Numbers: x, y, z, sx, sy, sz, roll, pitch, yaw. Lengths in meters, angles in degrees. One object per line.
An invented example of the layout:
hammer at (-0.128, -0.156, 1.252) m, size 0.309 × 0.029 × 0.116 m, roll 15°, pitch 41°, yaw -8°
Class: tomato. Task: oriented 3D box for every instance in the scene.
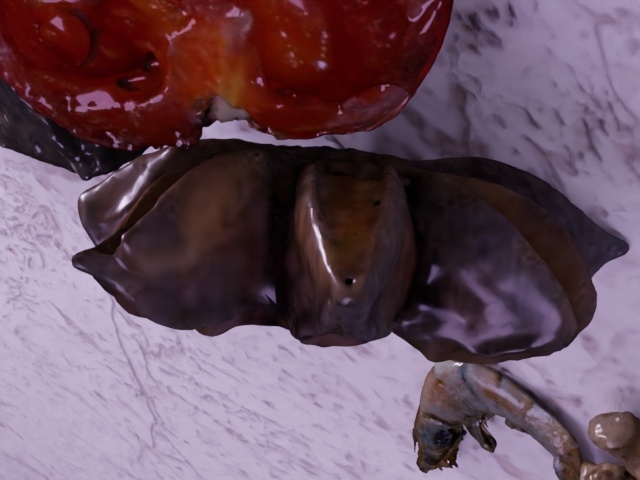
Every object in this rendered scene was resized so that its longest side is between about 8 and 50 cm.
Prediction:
tomato at (-0.051, -0.152, 0.573) m, size 0.233 × 0.139 × 0.200 m, roll 2°, pitch 136°, yaw 7°

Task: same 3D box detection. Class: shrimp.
shrimp at (0.136, 0.164, 0.917) m, size 0.148 × 0.035 × 0.195 m, roll 29°, pitch 148°, yaw 14°

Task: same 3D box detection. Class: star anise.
star anise at (0.014, 0.001, 0.667) m, size 0.315 × 0.108 × 0.315 m, roll 6°, pitch -179°, yaw 0°

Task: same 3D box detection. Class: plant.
plant at (-0.142, -0.115, 0.741) m, size 0.132 × 0.129 × 0.194 m, roll 51°, pitch 152°, yaw -20°

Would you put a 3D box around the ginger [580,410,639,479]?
ginger at (0.228, 0.153, 0.765) m, size 0.149 × 0.065 × 0.258 m, roll 23°, pitch 150°, yaw 31°
